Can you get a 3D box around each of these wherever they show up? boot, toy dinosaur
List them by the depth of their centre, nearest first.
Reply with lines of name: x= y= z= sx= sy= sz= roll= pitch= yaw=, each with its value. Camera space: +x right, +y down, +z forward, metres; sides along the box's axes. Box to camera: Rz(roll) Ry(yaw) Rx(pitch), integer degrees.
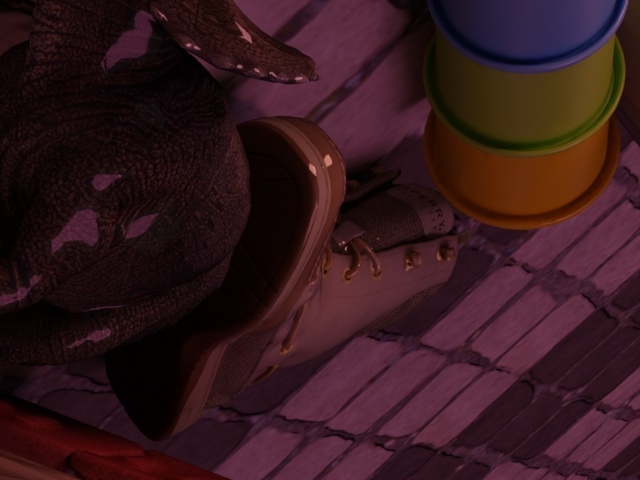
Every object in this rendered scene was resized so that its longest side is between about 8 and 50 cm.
toy dinosaur: x=-0.081 y=-0.006 z=0.587 sx=0.160 sy=0.121 sz=0.313 roll=-16 pitch=146 yaw=-18
boot: x=0.000 y=0.000 z=0.777 sx=0.165 sy=0.077 sz=0.213 roll=-22 pitch=157 yaw=-35

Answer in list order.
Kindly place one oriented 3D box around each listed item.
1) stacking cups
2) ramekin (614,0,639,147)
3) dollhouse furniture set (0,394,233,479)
stacking cups: x=0.080 y=-0.112 z=0.669 sx=0.096 sy=0.096 sz=0.316 roll=-35 pitch=156 yaw=-10
ramekin: x=0.248 y=-0.137 z=0.824 sx=0.277 sy=0.135 sz=0.277 roll=-33 pitch=156 yaw=-16
dollhouse furniture set: x=-0.140 y=0.161 z=0.593 sx=0.374 sy=0.152 sz=0.201 roll=38 pitch=71 yaw=-77
